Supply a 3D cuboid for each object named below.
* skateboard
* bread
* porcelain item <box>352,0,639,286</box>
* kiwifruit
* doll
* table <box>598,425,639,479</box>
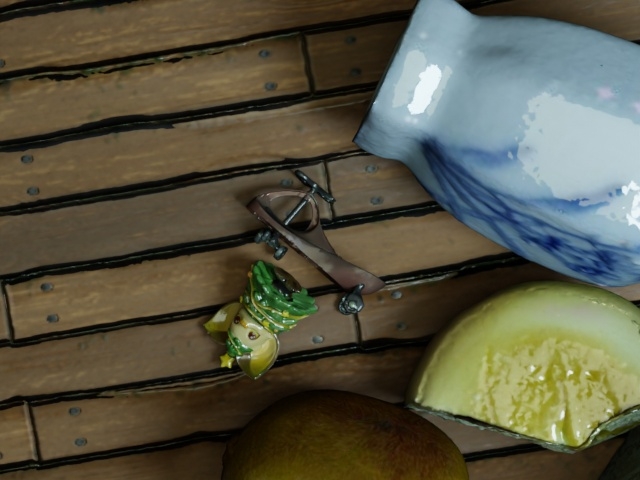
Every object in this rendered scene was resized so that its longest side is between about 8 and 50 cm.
[{"bbox_3d":[0.000,0.000,1.540,0.151,0.067,0.080,39,85,-2],"label":"skateboard"},{"bbox_3d":[0.221,0.117,1.513,0.261,0.158,0.156,14,85,14],"label":"bread"},{"bbox_3d":[0.241,-0.071,1.448,0.405,0.242,0.178,23,77,-2],"label":"porcelain item"},{"bbox_3d":[0.020,0.234,1.494,0.234,0.196,0.196,19,96,-8],"label":"kiwifruit"},{"bbox_3d":[-0.054,0.075,1.554,0.078,0.077,0.113,44,125,19],"label":"doll"},{"bbox_3d":[0.417,0.287,1.441,0.272,0.335,0.222,31,95,-5],"label":"table"}]
